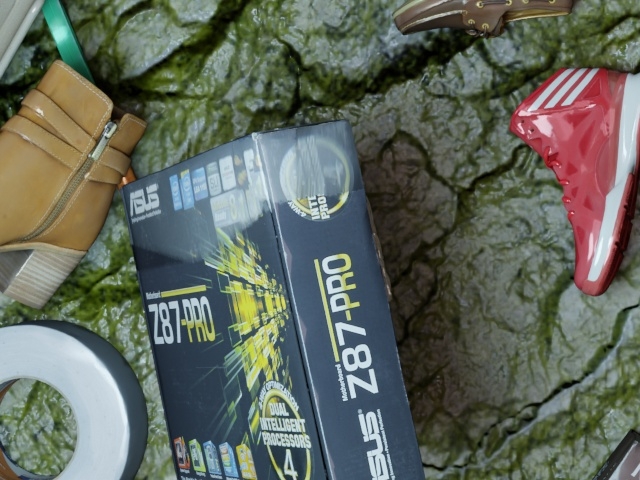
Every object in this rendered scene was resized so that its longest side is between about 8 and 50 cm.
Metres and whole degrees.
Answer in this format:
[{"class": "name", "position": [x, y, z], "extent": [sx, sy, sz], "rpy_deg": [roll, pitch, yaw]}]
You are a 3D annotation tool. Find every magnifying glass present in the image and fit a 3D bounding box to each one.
[{"class": "magnifying glass", "position": [-0.235, -0.152, 1.568], "extent": [0.026, 0.092, 0.231], "rpy_deg": [-21, 98, -4]}]

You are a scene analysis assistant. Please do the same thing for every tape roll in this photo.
[{"class": "tape roll", "position": [-0.291, 0.192, 1.584], "extent": [0.219, 0.072, 0.219], "rpy_deg": [0, 90, 9]}]

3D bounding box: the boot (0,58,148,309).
[{"class": "boot", "position": [-0.291, -0.069, 1.440], "extent": [0.109, 0.283, 0.220], "rpy_deg": [32, 91, 42]}]

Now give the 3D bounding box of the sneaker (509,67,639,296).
[{"class": "sneaker", "position": [0.241, -0.062, 1.498], "extent": [0.128, 0.087, 0.221], "rpy_deg": [11, 81, 17]}]

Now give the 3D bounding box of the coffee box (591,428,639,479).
[{"class": "coffee box", "position": [0.357, 0.308, 1.467], "extent": [0.246, 0.098, 0.141], "rpy_deg": [36, 96, 7]}]

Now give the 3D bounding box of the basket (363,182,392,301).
[{"class": "basket", "position": [0.000, 0.000, 1.508], "extent": [0.103, 0.113, 0.167], "rpy_deg": [-14, 89, -5]}]

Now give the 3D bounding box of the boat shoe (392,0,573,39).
[{"class": "boat shoe", "position": [0.159, -0.226, 1.505], "extent": [0.178, 0.064, 0.060], "rpy_deg": [-14, 87, 7]}]

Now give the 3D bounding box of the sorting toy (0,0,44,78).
[{"class": "sorting toy", "position": [-0.361, -0.233, 1.569], "extent": [0.196, 0.047, 0.347], "rpy_deg": [49, 120, 21]}]

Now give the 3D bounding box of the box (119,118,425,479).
[{"class": "box", "position": [-0.057, 0.076, 1.393], "extent": [0.097, 0.395, 0.318], "rpy_deg": [-10, 90, -24]}]
